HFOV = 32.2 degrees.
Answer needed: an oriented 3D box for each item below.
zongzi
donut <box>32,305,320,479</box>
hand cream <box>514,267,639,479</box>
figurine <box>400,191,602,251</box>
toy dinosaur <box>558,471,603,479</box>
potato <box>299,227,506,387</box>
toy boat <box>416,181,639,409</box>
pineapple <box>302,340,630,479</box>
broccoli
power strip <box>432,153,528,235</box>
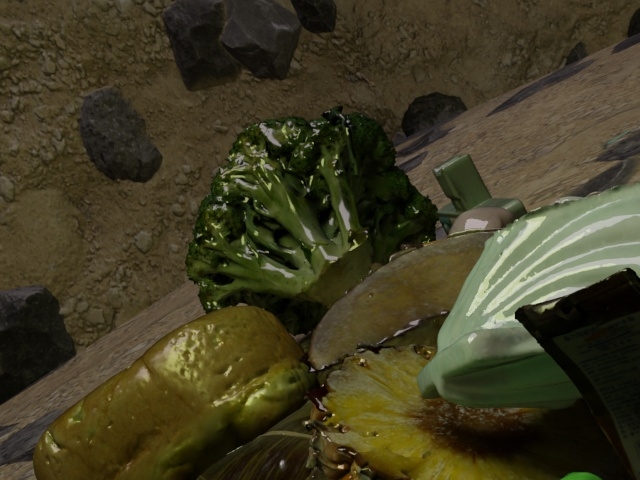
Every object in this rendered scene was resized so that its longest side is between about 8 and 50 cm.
[{"bbox_3d":[-0.024,0.186,0.750,0.184,0.084,0.187,-26,11,-22],"label":"zongzi"},{"bbox_3d":[-0.118,0.166,0.953,0.261,0.128,0.208,-35,-14,5],"label":"donut"},{"bbox_3d":[0.154,0.085,0.504,0.062,0.163,0.039,-23,15,38],"label":"hand cream"},{"bbox_3d":[0.195,0.018,1.068,0.229,0.112,0.137,-7,27,35],"label":"figurine"},{"bbox_3d":[-0.115,0.268,0.431,0.500,0.144,0.374,-44,-15,20],"label":"toy dinosaur"},{"bbox_3d":[0.096,0.072,0.956,0.243,0.098,0.138,-22,26,-8],"label":"potato"},{"bbox_3d":[0.195,0.026,0.616,0.290,0.100,0.199,-10,-20,-14],"label":"toy boat"},{"bbox_3d":[0.092,0.121,0.642,0.221,0.047,0.221,7,20,-2],"label":"pineapple"},{"bbox_3d":[0.000,0.000,1.406,0.321,0.304,0.283,-51,29,11],"label":"broccoli"},{"bbox_3d":[0.186,-0.030,1.261,0.061,0.145,0.216,-31,8,-9],"label":"power strip"}]
